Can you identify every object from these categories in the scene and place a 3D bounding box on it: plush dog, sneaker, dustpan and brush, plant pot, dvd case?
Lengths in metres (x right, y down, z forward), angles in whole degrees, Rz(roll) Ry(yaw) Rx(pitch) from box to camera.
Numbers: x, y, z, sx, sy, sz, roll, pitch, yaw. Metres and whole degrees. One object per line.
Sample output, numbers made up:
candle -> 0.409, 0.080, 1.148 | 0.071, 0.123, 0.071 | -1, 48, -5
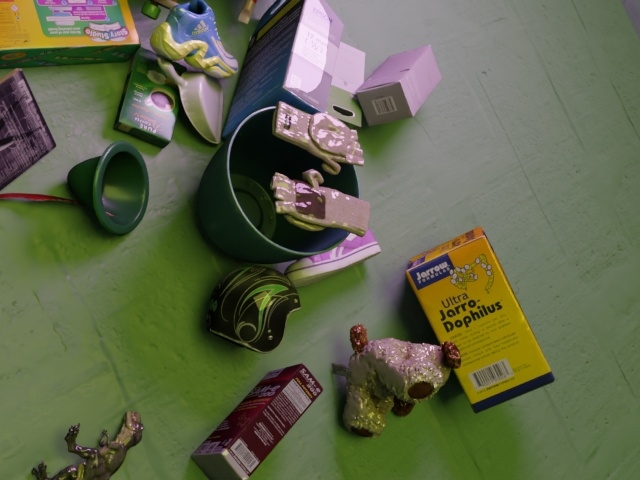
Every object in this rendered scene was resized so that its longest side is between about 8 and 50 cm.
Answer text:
plush dog -> 0.175, 0.281, 1.572 | 0.226, 0.262, 0.210 | 11, 46, -39
sneaker -> -0.226, -0.404, 1.476 | 0.091, 0.126, 0.240 | 39, 19, 22
dustpan and brush -> -0.262, -0.306, 1.497 | 0.211, 0.060, 0.147 | 62, 25, -61
sneaker -> 0.000, 0.000, 1.604 | 0.282, 0.102, 0.161 | -21, 85, -48
plant pot -> -0.106, -0.083, 1.462 | 0.293, 0.235, 0.292 | 12, 68, -32
dvd case -> -0.557, -0.163, 1.243 | 0.221, 0.018, 0.164 | -52, 148, -35

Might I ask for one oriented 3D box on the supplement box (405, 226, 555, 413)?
supplement box -> 0.360, 0.174, 1.688 | 0.356, 0.195, 0.194 | 63, 12, -2

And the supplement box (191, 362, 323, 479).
supplement box -> -0.116, 0.340, 1.385 | 0.073, 0.130, 0.239 | 53, 52, -9

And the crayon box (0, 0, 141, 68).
crayon box -> -0.498, -0.421, 1.389 | 0.279, 0.081, 0.165 | -14, 84, -38

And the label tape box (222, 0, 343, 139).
label tape box -> -0.069, -0.381, 1.571 | 0.115, 0.249, 0.347 | 28, 59, -26

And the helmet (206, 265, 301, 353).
helmet -> -0.127, 0.126, 1.427 | 0.169, 0.169, 0.161 | 28, 77, -25

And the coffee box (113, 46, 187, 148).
coffee box -> -0.340, -0.288, 1.484 | 0.113, 0.040, 0.184 | 19, 64, -30

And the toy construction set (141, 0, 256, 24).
toy construction set -> -0.267, -0.539, 1.530 | 0.309, 0.257, 0.237 | 21, 88, -31

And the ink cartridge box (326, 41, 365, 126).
ink cartridge box -> 0.043, -0.368, 1.767 | 0.109, 0.062, 0.209 | 16, 67, -31

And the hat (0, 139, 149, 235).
hat -> -0.447, -0.105, 1.362 | 0.208, 0.184, 0.172 | 51, 47, -66

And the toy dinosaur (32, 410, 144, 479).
toy dinosaur -> -0.396, 0.379, 1.221 | 0.118, 0.064, 0.268 | 47, 58, -22

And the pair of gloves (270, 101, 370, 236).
pair of gloves -> -0.004, -0.127, 1.374 | 0.204, 0.042, 0.240 | 10, 68, -29

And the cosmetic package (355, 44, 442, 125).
cosmetic package -> 0.195, -0.379, 1.798 | 0.107, 0.127, 0.238 | 64, 35, -26
